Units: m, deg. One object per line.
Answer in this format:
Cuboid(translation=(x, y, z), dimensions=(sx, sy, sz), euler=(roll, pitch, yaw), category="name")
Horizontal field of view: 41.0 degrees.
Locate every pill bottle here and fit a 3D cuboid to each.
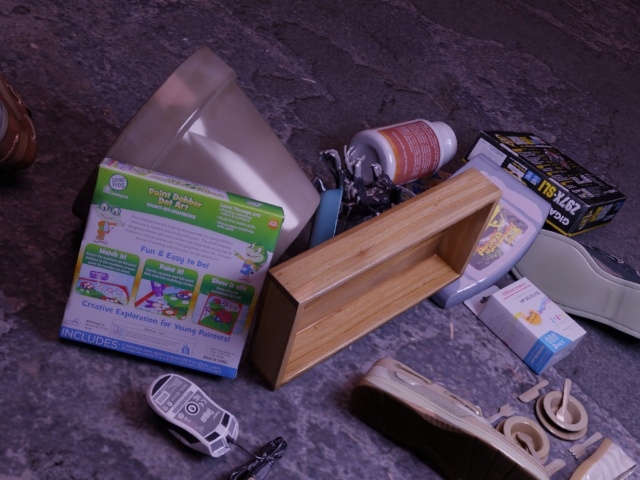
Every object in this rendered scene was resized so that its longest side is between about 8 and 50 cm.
Cuboid(translation=(0.163, -0.170, 1.662), dimensions=(0.216, 0.121, 0.121), euler=(-18, 54, -40), category="pill bottle")

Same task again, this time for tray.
Cuboid(translation=(0.083, 0.048, 1.267), dimensions=(0.410, 0.203, 0.076), euler=(-27, 59, -34), category="tray")

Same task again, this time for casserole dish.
Cuboid(translation=(0.000, 0.000, 1.364), dimensions=(0.036, 0.114, 0.189), euler=(11, 78, -3), category="casserole dish")

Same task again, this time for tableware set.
Cuboid(translation=(0.345, 0.281, 1.306), dimensions=(0.194, 0.039, 0.128), euler=(-19, 54, -40), category="tableware set")

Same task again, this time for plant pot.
Cuboid(translation=(-0.166, -0.079, 1.298), dimensions=(0.280, 0.323, 0.323), euler=(40, 38, -7), category="plant pot")

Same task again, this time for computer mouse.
Cuboid(translation=(-0.144, 0.245, 1.107), dimensions=(0.193, 0.042, 0.106), euler=(36, 45, 7), category="computer mouse")

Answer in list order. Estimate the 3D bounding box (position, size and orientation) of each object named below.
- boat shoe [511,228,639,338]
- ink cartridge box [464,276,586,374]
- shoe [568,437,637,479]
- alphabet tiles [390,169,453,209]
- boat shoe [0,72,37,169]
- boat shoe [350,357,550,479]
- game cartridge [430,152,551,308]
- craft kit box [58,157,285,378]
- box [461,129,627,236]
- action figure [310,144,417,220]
Cuboid(translation=(0.500, 0.078, 1.565), dimensions=(0.340, 0.127, 0.113), euler=(23, 9, 24), category="boat shoe")
Cuboid(translation=(0.347, 0.131, 1.464), dimensions=(0.104, 0.062, 0.181), euler=(-20, 55, -41), category="ink cartridge box")
Cuboid(translation=(0.386, 0.351, 1.216), dimensions=(0.058, 0.077, 0.219), euler=(37, 38, 25), category="shoe")
Cuboid(translation=(0.214, -0.090, 1.698), dimensions=(0.237, 0.009, 0.198), euler=(17, 39, -9), category="alphabet tiles")
Cuboid(translation=(-0.540, -0.207, 1.394), dimensions=(0.116, 0.123, 0.324), euler=(36, 14, -43), category="boat shoe")
Cuboid(translation=(0.192, 0.264, 1.201), dimensions=(0.302, 0.109, 0.098), euler=(28, 39, 15), category="boat shoe")
Cuboid(translation=(0.268, -0.018, 1.524), dimensions=(0.294, 0.060, 0.196), euler=(-39, 70, -24), category="game cartridge")
Cuboid(translation=(-0.201, 0.041, 1.152), dimensions=(0.249, 0.247, 0.061), euler=(16, 18, -10), category="craft kit box")
Cuboid(translation=(0.462, -0.123, 1.731), dimensions=(0.257, 0.079, 0.322), euler=(38, 23, 22), category="box")
Cuboid(translation=(0.038, -0.098, 1.501), dimensions=(0.275, 0.164, 0.141), euler=(-8, 90, -25), category="action figure")
